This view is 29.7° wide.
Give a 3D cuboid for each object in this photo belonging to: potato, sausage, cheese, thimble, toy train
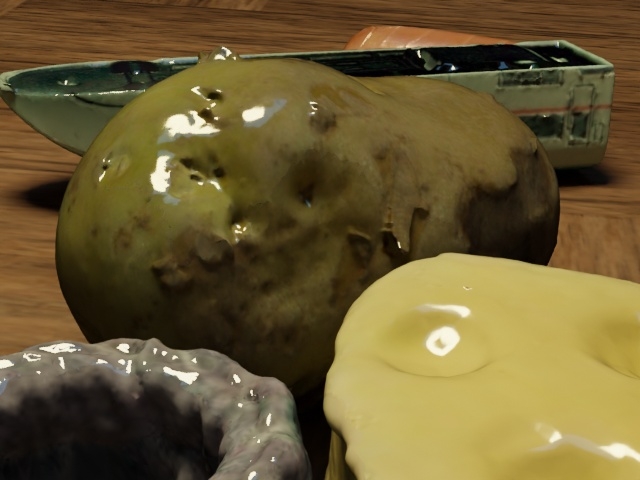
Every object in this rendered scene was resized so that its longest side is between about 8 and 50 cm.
[{"bbox_3d":[0.000,0.000,0.553,0.262,0.165,0.165,-2,21,-44],"label":"potato"},{"bbox_3d":[0.089,-0.143,1.002,0.169,0.065,0.065,11,25,18],"label":"sausage"},{"bbox_3d":[0.126,0.115,0.368,0.383,0.104,0.384,3,25,-1],"label":"cheese"},{"bbox_3d":[-0.074,0.101,0.390,0.150,0.098,0.150,1,23,-1],"label":"thimble"},{"bbox_3d":[-0.006,-0.080,0.812,0.406,0.088,0.086,-4,23,-14],"label":"toy train"}]
